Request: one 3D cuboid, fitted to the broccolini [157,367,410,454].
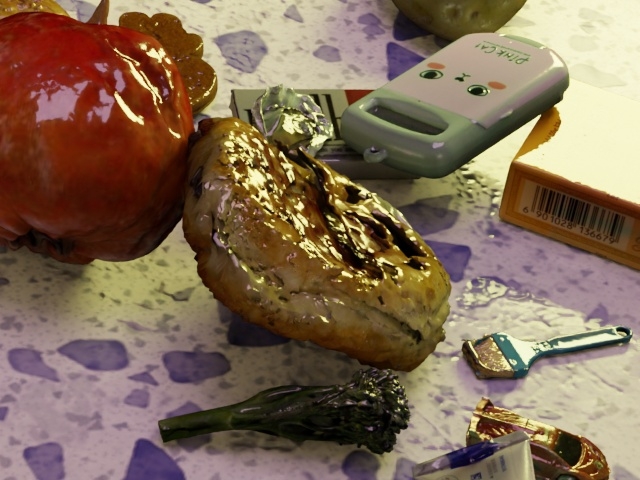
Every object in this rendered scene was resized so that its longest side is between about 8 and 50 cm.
[{"bbox_3d":[-0.029,0.132,1.496,0.202,0.091,0.068,3,75,0],"label":"broccolini"}]

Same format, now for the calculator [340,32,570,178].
[{"bbox_3d":[0.130,-0.131,1.793,0.246,0.045,0.141,-33,41,-32],"label":"calculator"}]

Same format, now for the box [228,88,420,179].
[{"bbox_3d":[0.004,-0.104,1.826,0.177,0.036,0.115,-1,42,-11],"label":"box"}]

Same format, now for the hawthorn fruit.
[{"bbox_3d":[-0.214,-0.117,1.611,0.241,0.242,0.272,10,74,1],"label":"hawthorn fruit"}]

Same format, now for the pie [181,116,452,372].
[{"bbox_3d":[-0.001,0.001,1.569,0.308,0.085,0.308,34,20,-14],"label":"pie"}]

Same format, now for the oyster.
[{"bbox_3d":[-0.031,-0.102,1.776,0.100,0.037,0.098,-3,61,-42],"label":"oyster"}]

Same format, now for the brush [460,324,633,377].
[{"bbox_3d":[0.204,0.093,1.643,0.164,0.014,0.051,-8,43,-22],"label":"brush"}]

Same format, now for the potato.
[{"bbox_3d":[0.156,-0.315,2.027,0.178,0.160,0.235,-20,48,25],"label":"potato"}]

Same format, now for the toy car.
[{"bbox_3d":[0.179,0.171,1.525,0.122,0.035,0.059,16,36,12],"label":"toy car"}]

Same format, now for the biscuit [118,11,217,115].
[{"bbox_3d":[-0.167,-0.174,1.889,0.124,0.026,0.175,3,40,-10],"label":"biscuit"}]

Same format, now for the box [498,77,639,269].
[{"bbox_3d":[0.330,-0.047,1.790,0.274,0.076,0.174,21,41,14],"label":"box"}]

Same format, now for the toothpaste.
[{"bbox_3d":[0.137,0.266,1.379,0.100,0.066,0.323,-20,38,9],"label":"toothpaste"}]

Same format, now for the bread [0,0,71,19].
[{"bbox_3d":[-0.340,-0.181,1.822,0.114,0.083,0.211,34,47,22],"label":"bread"}]
